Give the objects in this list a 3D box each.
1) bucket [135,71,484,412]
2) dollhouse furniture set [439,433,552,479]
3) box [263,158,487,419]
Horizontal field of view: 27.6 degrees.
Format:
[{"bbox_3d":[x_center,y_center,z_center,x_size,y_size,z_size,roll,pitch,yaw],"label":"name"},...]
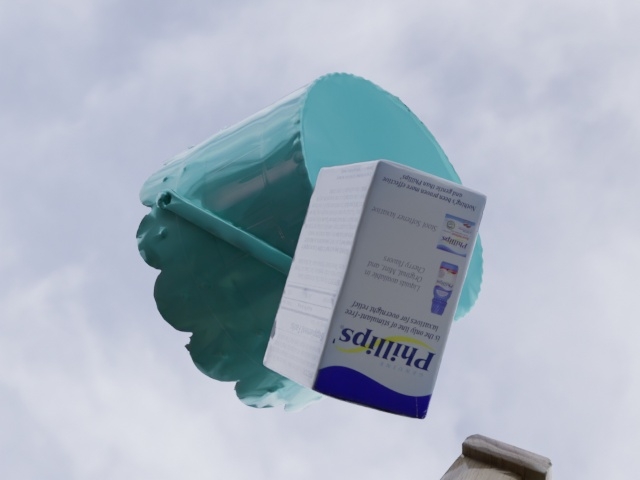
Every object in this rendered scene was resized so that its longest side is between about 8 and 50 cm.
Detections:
[{"bbox_3d":[0.000,0.000,1.142,0.183,0.281,0.281,-30,-88,34],"label":"bucket"},{"bbox_3d":[0.128,0.197,0.506,0.242,0.161,0.212,16,-52,31],"label":"dollhouse furniture set"},{"bbox_3d":[0.030,0.027,0.783,0.072,0.126,0.137,18,-93,-15],"label":"box"}]
